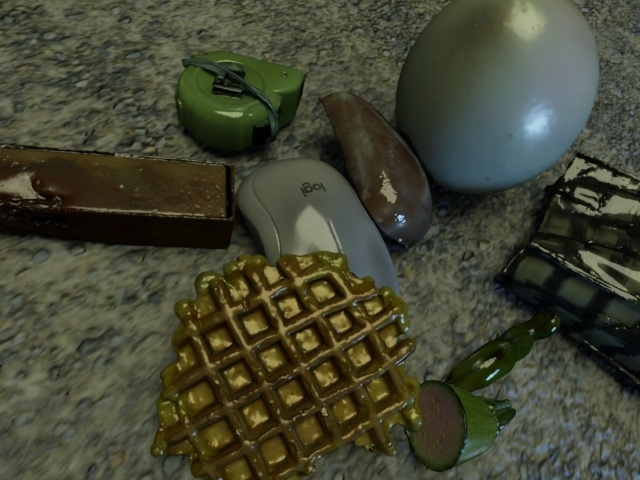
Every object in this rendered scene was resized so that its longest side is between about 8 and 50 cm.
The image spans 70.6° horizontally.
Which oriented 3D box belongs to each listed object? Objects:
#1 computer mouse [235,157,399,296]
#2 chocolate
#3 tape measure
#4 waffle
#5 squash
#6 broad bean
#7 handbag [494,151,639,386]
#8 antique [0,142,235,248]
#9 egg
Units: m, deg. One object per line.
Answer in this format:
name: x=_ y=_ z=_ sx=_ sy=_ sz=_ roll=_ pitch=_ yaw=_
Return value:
computer mouse: x=0.000 y=0.000 z=0.621 sx=0.184 sy=0.121 sz=0.297 roll=-12 pitch=64 yaw=-24
chocolate: x=0.101 y=-0.122 z=0.693 sx=0.161 sy=0.083 sz=0.261 roll=17 pitch=46 yaw=-56
tape measure: x=-0.137 y=-0.225 z=0.714 sx=0.200 sy=0.106 sz=0.175 roll=16 pitch=54 yaw=-5
waffle: x=-0.033 y=0.152 z=0.507 sx=0.300 sy=0.058 sz=0.282 roll=-3 pitch=81 yaw=-8
squash: x=0.188 y=0.233 z=0.571 sx=0.132 sy=0.105 sz=0.105 roll=14 pitch=57 yaw=-28
broad bean: x=0.254 y=0.162 z=0.637 sx=0.213 sy=0.070 sz=0.048 roll=-28 pitch=64 yaw=-19
handbag: x=0.495 y=0.040 z=0.729 sx=0.327 sy=0.162 sz=0.325 roll=34 pitch=53 yaw=13
antique: x=-0.271 y=-0.054 z=0.588 sx=0.310 sy=0.087 sz=0.093 roll=3 pitch=62 yaw=-16
egg: x=0.257 y=-0.221 z=0.681 sx=0.283 sy=0.345 sz=0.283 roll=-2 pitch=78 yaw=9
